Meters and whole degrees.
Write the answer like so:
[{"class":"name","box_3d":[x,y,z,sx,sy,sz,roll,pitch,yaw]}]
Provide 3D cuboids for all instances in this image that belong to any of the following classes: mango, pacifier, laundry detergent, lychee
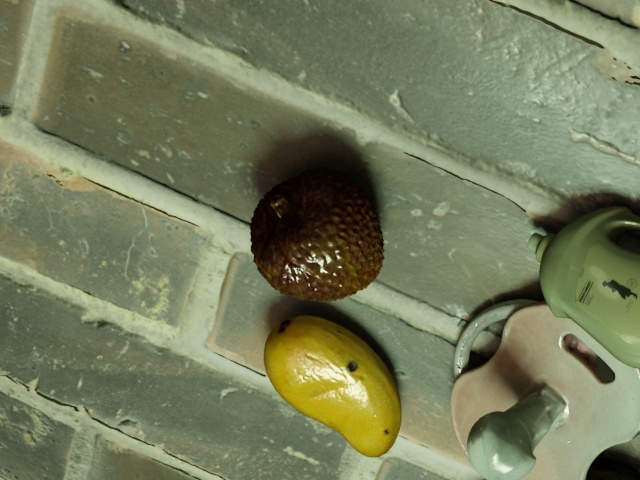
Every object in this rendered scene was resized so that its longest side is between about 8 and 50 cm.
[{"class":"mango","box_3d":[0.025,0.213,1.836,0.157,0.109,0.262,-36,109,23]},{"class":"pacifier","box_3d":[0.300,0.236,1.692,0.220,0.273,0.332,23,127,-16]},{"class":"laundry detergent","box_3d":[0.382,0.051,1.577,0.253,0.091,0.181,30,90,29]},{"class":"lychee","box_3d":[-0.003,-0.006,1.669,0.194,0.194,0.195,9,123,14]}]

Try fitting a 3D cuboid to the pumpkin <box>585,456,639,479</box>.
[{"class":"pumpkin","box_3d":[0.376,0.439,1.835,0.280,0.139,0.190,-21,111,30]}]
